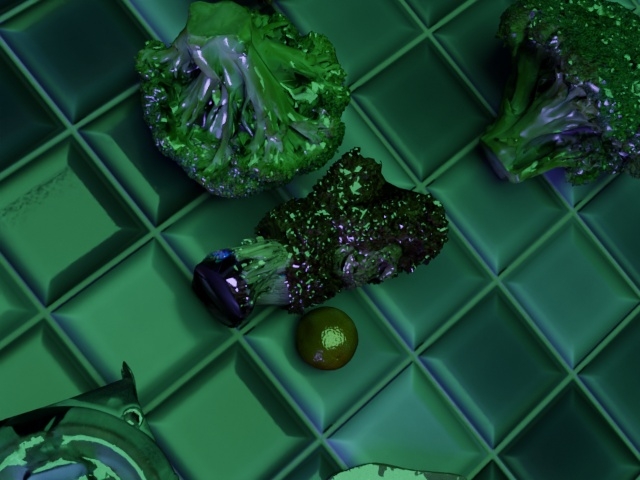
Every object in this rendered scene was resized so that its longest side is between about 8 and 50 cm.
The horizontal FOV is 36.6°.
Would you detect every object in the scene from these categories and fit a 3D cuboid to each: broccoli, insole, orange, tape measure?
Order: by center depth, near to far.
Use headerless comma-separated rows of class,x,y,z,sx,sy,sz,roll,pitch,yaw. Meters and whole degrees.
tape measure,-0.278,0.296,1.040,0.256,0.147,0.274,-17,81,-19
broccoli,-0.094,-0.181,1.183,0.262,0.241,0.269,-11,49,0
orange,0.007,0.122,1.210,0.085,0.085,0.084,4,75,-16
insole,0.098,0.314,1.221,0.192,0.010,0.063,6,76,-16
broccoli,0.341,-0.195,1.309,0.275,0.308,0.307,-39,90,3

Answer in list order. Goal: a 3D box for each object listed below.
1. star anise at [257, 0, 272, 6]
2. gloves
star anise,-0.086,-0.359,1.287,0.177,0.234,0.073,14,110,11
gloves,0.003,0.003,1.168,0.313,0.210,0.135,-14,58,-20
